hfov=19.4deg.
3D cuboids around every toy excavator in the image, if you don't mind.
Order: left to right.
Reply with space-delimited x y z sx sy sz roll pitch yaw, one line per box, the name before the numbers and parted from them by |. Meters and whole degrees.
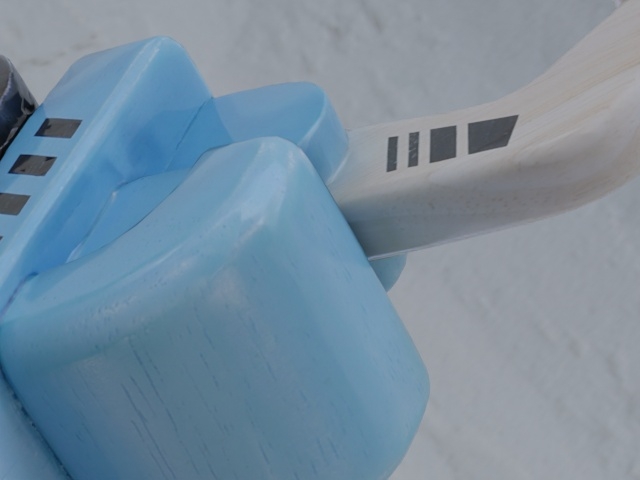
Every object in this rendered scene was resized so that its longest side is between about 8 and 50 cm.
toy excavator | 0.000 0.000 0.846 0.445 0.433 0.222 -8 -55 30
